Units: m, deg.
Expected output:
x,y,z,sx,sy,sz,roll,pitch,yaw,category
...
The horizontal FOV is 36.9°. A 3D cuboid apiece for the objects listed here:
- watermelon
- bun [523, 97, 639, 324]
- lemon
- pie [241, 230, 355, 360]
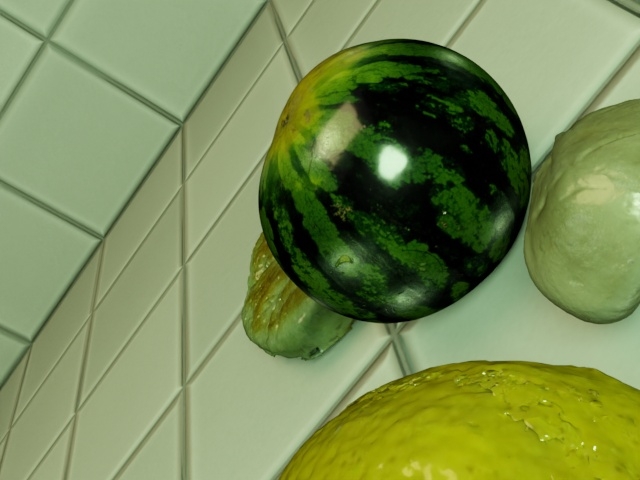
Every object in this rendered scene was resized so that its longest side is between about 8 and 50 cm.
x,y,z,sx,sy,sz,roll,pitch,yaw,category
0.069,-0.059,0.891,0.269,0.269,0.269,-47,24,28,watermelon
0.207,-0.032,0.672,0.173,0.113,0.166,-36,-25,-51,bun
0.089,0.190,0.496,0.310,0.258,0.258,-30,35,57,lemon
0.000,0.000,1.204,0.296,0.078,0.371,-34,30,46,pie
